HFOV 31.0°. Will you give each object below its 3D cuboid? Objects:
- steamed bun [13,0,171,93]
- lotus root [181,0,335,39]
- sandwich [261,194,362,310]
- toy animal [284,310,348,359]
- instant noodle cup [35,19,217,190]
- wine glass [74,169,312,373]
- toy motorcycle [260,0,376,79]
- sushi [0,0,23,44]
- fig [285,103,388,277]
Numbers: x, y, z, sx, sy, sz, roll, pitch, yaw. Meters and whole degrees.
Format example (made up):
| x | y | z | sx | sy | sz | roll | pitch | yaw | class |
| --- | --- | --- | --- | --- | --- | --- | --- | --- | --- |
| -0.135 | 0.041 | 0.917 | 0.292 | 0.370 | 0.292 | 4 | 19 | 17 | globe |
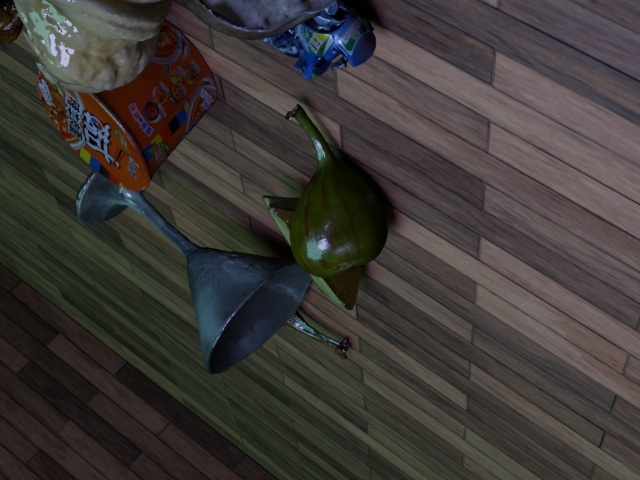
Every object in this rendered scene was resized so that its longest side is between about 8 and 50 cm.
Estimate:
| x | y | z | sx | sy | sz | roll | pitch | yaw | class |
| --- | --- | --- | --- | --- | --- | --- | --- | --- | --- |
| -0.319 | -0.378 | 1.581 | 0.372 | 0.230 | 0.325 | 70 | 177 | -55 | steamed bun |
| -0.070 | -0.350 | 1.232 | 0.272 | 0.272 | 0.192 | 49 | 173 | -11 | lotus root |
| 0.000 | 0.000 | 1.884 | 0.090 | 0.088 | 0.244 | 27 | 156 | 53 | sandwich |
| -0.062 | 0.154 | 2.267 | 0.224 | 0.066 | 0.229 | 52 | 151 | -17 | toy animal |
| -0.301 | -0.231 | 1.843 | 0.250 | 0.192 | 0.250 | 35 | 155 | 19 | instant noodle cup |
| -0.244 | 0.014 | 2.106 | 0.406 | 0.267 | 0.267 | 42 | 157 | 15 | wine glass |
| -0.005 | -0.261 | 1.446 | 0.135 | 0.092 | 0.254 | 38 | 167 | -9 | toy motorcycle |
| -0.564 | -0.451 | 1.973 | 0.287 | 0.149 | 0.140 | 50 | 156 | 30 | sushi |
| 0.008 | -0.078 | 1.714 | 0.151 | 0.151 | 0.259 | -8 | 100 | 62 | fig |
